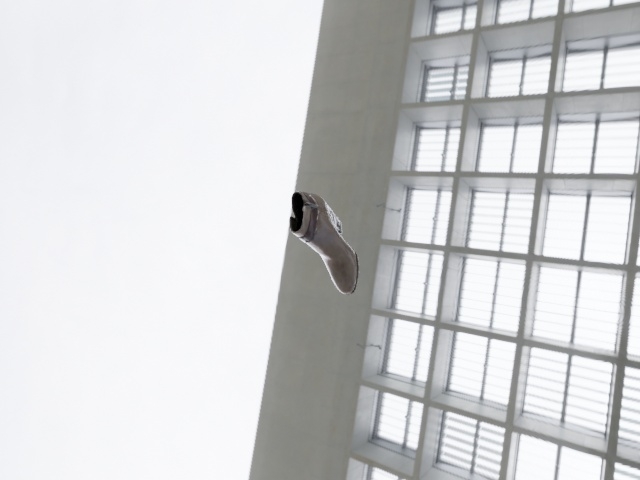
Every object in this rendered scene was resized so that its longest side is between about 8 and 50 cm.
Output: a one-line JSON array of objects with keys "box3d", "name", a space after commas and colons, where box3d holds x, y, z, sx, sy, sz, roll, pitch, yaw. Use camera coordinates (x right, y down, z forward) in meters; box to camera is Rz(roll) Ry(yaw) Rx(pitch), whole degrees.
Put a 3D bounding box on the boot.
[{"box3d": [0.000, 0.000, 0.510, 0.042, 0.087, 0.119, -30, -123, 26], "name": "boot"}]
